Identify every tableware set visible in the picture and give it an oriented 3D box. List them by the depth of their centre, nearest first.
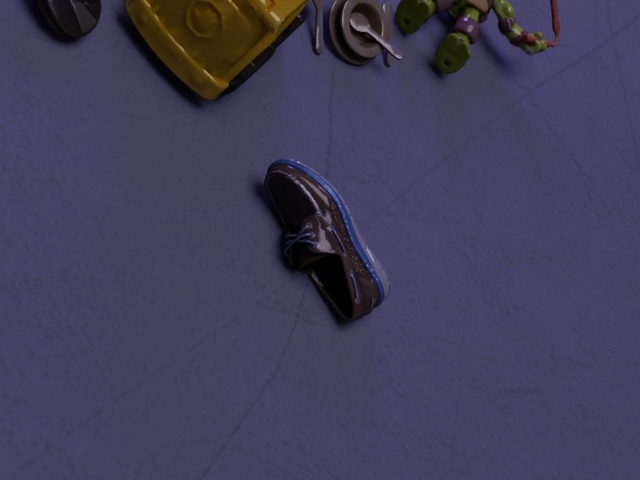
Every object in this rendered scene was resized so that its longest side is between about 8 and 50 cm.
[{"bbox_3d":[0.050,-0.300,1.778,0.128,0.039,0.194,3,84,-42],"label":"tableware set"}]

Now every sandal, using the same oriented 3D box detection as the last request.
[{"bbox_3d":[-0.276,-0.300,1.511,0.090,0.060,0.219,-22,95,-42],"label":"sandal"}]

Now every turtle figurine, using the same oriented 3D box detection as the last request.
[{"bbox_3d":[0.177,-0.314,1.917,0.269,0.087,0.217,55,48,-13],"label":"turtle figurine"}]

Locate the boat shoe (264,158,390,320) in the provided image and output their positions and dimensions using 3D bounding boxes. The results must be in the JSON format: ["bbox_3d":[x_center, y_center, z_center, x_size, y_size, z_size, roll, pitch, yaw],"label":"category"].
[{"bbox_3d":[0.000,0.000,1.563,0.183,0.066,0.066,52,43,-5],"label":"boat shoe"}]

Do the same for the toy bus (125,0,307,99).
[{"bbox_3d":[-0.061,-0.280,1.580,0.149,0.211,0.220,47,40,-7],"label":"toy bus"}]
